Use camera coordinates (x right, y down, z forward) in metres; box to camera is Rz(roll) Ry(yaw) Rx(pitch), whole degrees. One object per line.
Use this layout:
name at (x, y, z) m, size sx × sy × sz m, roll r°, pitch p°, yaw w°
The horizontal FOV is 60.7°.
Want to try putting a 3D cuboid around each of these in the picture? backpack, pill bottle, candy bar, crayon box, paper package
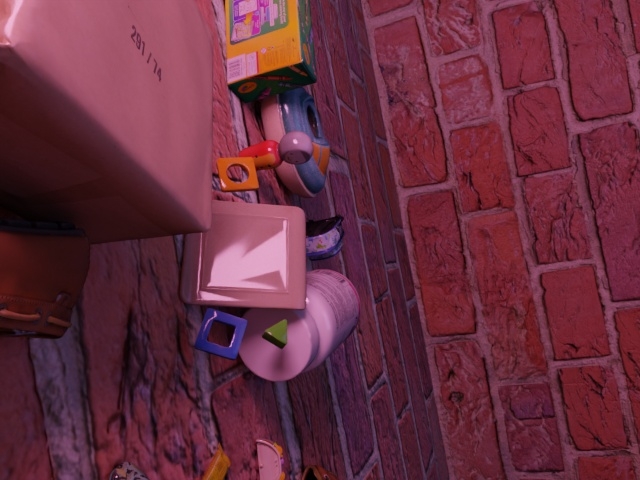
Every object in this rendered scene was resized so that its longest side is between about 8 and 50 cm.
backpack at (0.000, 0.000, 1.280) m, size 0.114 × 0.105 × 0.084 m, roll -47°, pitch 123°, yaw -61°
pill bottle at (-0.034, 0.151, 1.015) m, size 0.283 × 0.160 × 0.160 m, roll -17°, pitch 95°, yaw -70°
candy bar at (-0.162, 0.352, 0.758) m, size 0.161 × 0.018 × 0.040 m, roll -58°, pitch 130°, yaw -62°
crayon box at (-0.106, -0.441, 1.127) m, size 0.081 × 0.165 × 0.278 m, roll 35°, pitch 47°, yaw -63°
paper package at (-0.238, -0.184, 0.531) m, size 0.325 × 0.168 × 0.309 m, roll 60°, pitch 25°, yaw -66°

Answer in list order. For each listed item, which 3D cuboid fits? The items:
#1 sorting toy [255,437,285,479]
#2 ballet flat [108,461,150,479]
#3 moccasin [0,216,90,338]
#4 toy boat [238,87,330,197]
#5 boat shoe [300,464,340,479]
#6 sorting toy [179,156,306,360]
sorting toy at (-0.083, 0.382, 0.950) m, size 0.075 × 0.045 × 0.083 m, roll 81°, pitch 2°, yaw -79°
ballet flat at (-0.187, 0.342, 0.622) m, size 0.070 × 0.070 × 0.188 m, roll -24°, pitch 102°, yaw -70°
moccasin at (-0.293, 0.048, 0.363) m, size 0.380 × 0.139 × 0.146 m, roll 48°, pitch 43°, yaw -87°
toy boat at (-0.052, -0.208, 1.178) m, size 0.318 × 0.148 × 0.267 m, roll -52°, pitch 129°, yaw -66°
boat shoe at (0.002, 0.544, 0.966) m, size 0.104 × 0.111 × 0.307 m, roll 52°, pitch 10°, yaw -24°
sorting toy at (-0.119, 0.023, 0.876) m, size 0.047 × 0.196 × 0.347 m, roll 123°, pitch -30°, yaw -60°
